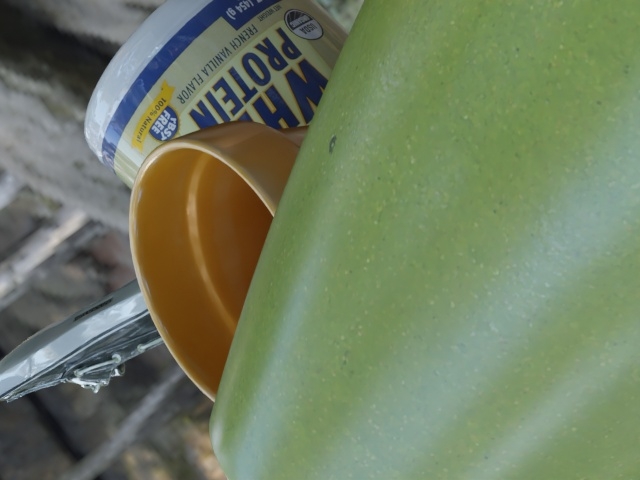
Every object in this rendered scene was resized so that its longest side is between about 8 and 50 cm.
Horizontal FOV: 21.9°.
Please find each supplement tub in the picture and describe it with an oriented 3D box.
[{"bbox_3d":[-0.017,-0.060,1.399,0.316,0.228,0.228,43,161,10],"label":"supplement tub"}]

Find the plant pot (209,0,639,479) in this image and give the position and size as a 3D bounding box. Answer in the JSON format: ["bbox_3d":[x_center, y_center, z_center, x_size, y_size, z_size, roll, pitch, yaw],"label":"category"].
[{"bbox_3d":[0.093,0.004,0.671,0.275,0.293,0.275,35,-167,-10],"label":"plant pot"}]

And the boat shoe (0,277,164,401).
[{"bbox_3d":[-0.206,0.101,1.492,0.070,0.219,0.078,59,-169,-14],"label":"boat shoe"}]

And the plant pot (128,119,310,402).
[{"bbox_3d":[0.000,0.000,1.168,0.205,0.188,0.205,29,130,41],"label":"plant pot"}]
